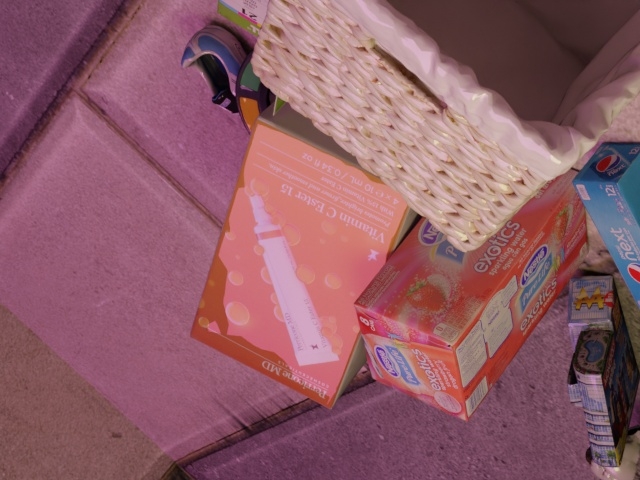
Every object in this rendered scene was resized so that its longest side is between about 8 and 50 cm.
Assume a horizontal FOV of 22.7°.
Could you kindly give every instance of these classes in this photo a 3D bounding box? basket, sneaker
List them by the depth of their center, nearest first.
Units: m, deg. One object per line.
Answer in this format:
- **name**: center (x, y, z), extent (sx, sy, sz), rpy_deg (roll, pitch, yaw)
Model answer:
- **basket**: center (0.156, -0.216, 1.531), extent (0.328, 0.331, 0.266), rpy_deg (41, 153, 6)
- **sneaker**: center (-0.092, -0.185, 2.149), extent (0.237, 0.086, 0.085), rpy_deg (44, 150, -10)

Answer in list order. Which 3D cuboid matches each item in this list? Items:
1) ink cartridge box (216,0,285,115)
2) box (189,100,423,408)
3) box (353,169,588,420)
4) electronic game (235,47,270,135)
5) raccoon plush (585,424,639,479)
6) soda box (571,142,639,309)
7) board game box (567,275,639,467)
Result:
- **ink cartridge box**: center (-0.028, -0.290, 1.807), extent (0.097, 0.189, 0.255), rpy_deg (33, 151, 12)
- **box**: center (0.000, 0.000, 2.001), extent (0.215, 0.168, 0.345), rpy_deg (26, 124, 11)
- **box**: center (0.186, 0.043, 1.910), extent (0.142, 0.300, 0.154), rpy_deg (23, 148, 29)
- **electronic game**: center (-0.004, -0.167, 2.051), extent (0.229, 0.048, 0.229), rpy_deg (15, 132, 18)
- **raccoon plush**: center (0.555, 0.373, 2.065), extent (0.446, 0.216, 0.299), rpy_deg (38, 160, 3)
- **soda box**: center (0.374, -0.012, 1.847), extent (0.067, 0.071, 0.210), rpy_deg (6, 137, 48)
- **board game box**: center (0.351, 0.153, 2.025), extent (0.060, 0.194, 0.194), rpy_deg (-4, 119, 22)
